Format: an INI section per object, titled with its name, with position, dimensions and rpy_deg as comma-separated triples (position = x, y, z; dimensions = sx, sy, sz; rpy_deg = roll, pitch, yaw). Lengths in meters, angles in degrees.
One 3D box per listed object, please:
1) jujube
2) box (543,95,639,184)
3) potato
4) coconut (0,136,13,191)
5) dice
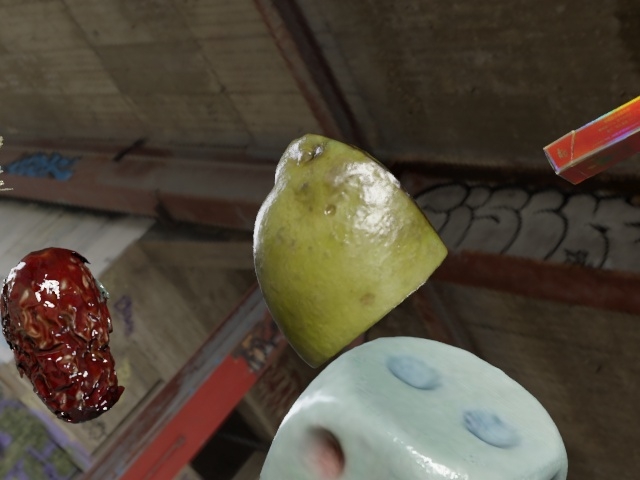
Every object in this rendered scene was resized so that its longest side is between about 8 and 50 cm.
[jujube]
position = -0.243, 0.090, 0.921
dimensions = 0.104, 0.104, 0.166
rpy_deg = -15, -91, 57
[box]
position = 0.422, -0.147, 1.441
dimensions = 0.175, 0.112, 0.048
rpy_deg = -28, -108, 22
[potato]
position = 0.000, 0.000, 0.721
dimensions = 0.149, 0.120, 0.081
rpy_deg = 46, -24, 4
[coconut]
position = -0.326, -0.070, 0.672
dimensions = 0.194, 0.194, 0.194
rpy_deg = 30, -30, 20
[dice]
position = 0.109, 0.289, 1.170
dimensions = 0.262, 0.264, 0.268
rpy_deg = 34, -63, 31
